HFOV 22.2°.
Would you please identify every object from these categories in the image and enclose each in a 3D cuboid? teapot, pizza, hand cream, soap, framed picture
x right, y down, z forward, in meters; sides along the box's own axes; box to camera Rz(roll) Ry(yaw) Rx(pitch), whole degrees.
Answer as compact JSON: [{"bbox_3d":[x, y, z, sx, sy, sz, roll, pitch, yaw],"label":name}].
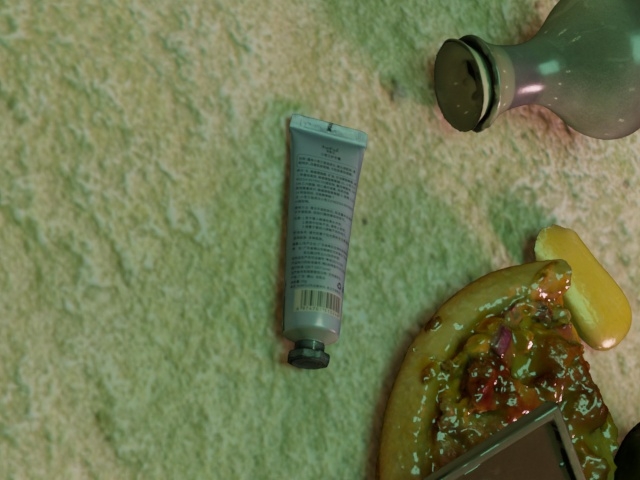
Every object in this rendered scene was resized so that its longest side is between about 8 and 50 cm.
[{"bbox_3d":[0.262,-0.193,1.856,0.251,0.183,0.183,-12,84,-25],"label":"teapot"},{"bbox_3d":[0.195,0.201,1.734,0.278,0.114,0.409,42,64,-10],"label":"pizza"},{"bbox_3d":[0.000,0.000,1.692,0.091,0.058,0.271,12,66,-18],"label":"hand cream"},{"bbox_3d":[0.302,0.050,1.889,0.089,0.033,0.168,-40,100,-37],"label":"soap"},{"bbox_3d":[0.193,0.347,1.645,0.232,0.024,0.315,-29,113,-16],"label":"framed picture"}]

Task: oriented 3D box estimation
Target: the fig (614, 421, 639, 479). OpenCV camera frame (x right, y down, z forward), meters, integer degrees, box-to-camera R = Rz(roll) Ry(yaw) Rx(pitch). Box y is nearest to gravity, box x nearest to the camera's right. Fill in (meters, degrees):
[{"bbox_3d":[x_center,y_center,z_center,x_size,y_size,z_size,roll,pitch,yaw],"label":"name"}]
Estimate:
[{"bbox_3d":[0.384,0.291,1.787,0.245,0.195,0.195,-21,89,-35],"label":"fig"}]
